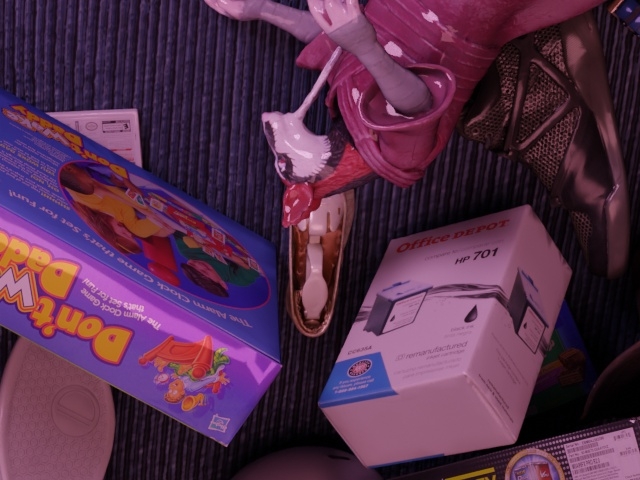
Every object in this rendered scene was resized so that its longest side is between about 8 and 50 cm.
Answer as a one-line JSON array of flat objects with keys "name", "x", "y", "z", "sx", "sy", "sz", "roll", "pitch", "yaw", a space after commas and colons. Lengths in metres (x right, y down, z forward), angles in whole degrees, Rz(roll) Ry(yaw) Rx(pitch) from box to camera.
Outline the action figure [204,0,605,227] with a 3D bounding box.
[{"name": "action figure", "x": 0.086, "y": -0.157, "z": 1.196, "sx": 0.276, "sy": 0.248, "sz": 0.370, "roll": 24, "pitch": 108, "yaw": -25}]

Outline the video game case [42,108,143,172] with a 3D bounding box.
[{"name": "video game case", "x": -0.187, "y": -0.046, "z": 1.322, "sx": 0.087, "sy": 0.011, "sz": 0.122, "roll": -3, "pitch": 111, "yaw": -2}]

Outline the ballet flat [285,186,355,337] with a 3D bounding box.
[{"name": "ballet flat", "x": 0.000, "y": 0.000, "z": 1.324, "sx": 0.057, "sy": 0.052, "sz": 0.168, "roll": 0, "pitch": 111, "yaw": -2}]

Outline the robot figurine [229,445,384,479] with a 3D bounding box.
[{"name": "robot figurine", "x": 0.001, "y": 0.309, "z": 1.383, "sx": 0.174, "sy": 0.209, "sz": 0.278, "roll": -1, "pitch": 115, "yaw": 31}]

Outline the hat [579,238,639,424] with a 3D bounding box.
[{"name": "hat", "x": 0.327, "y": 0.026, "z": 1.288, "sx": 0.331, "sy": 0.331, "sz": 0.134, "roll": -25, "pitch": 69, "yaw": 8}]

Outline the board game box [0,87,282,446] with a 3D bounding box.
[{"name": "board game box", "x": -0.196, "y": -0.009, "z": 1.204, "sx": 0.347, "sy": 0.233, "sz": 0.078, "roll": 30, "pitch": 106, "yaw": -13}]

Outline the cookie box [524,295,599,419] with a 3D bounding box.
[{"name": "cookie box", "x": 0.175, "y": 0.089, "z": 1.371, "sx": 0.092, "sy": 0.040, "sz": 0.107, "roll": -23, "pitch": 109, "yaw": 8}]

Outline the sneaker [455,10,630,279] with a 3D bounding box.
[{"name": "sneaker", "x": 0.172, "y": -0.070, "z": 1.288, "sx": 0.130, "sy": 0.087, "sz": 0.227, "roll": -15, "pitch": 108, "yaw": 6}]

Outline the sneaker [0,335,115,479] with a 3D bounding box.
[{"name": "sneaker", "x": -0.244, "y": 0.212, "z": 1.371, "sx": 0.105, "sy": 0.147, "sz": 0.295, "roll": 2, "pitch": 80, "yaw": -30}]

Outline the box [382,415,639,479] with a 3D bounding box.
[{"name": "box", "x": 0.180, "y": 0.185, "z": 1.269, "sx": 0.270, "sy": 0.216, "sz": 0.060, "roll": -20, "pitch": 79, "yaw": 34}]

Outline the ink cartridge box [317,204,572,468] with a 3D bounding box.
[{"name": "ink cartridge box", "x": 0.099, "y": 0.073, "z": 1.258, "sx": 0.140, "sy": 0.190, "sz": 0.082, "roll": -16, "pitch": 124, "yaw": 35}]

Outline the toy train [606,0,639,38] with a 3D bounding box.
[{"name": "toy train", "x": 0.210, "y": -0.205, "z": 1.261, "sx": 0.158, "sy": 0.036, "sz": 0.027, "roll": 37, "pitch": 105, "yaw": -15}]
